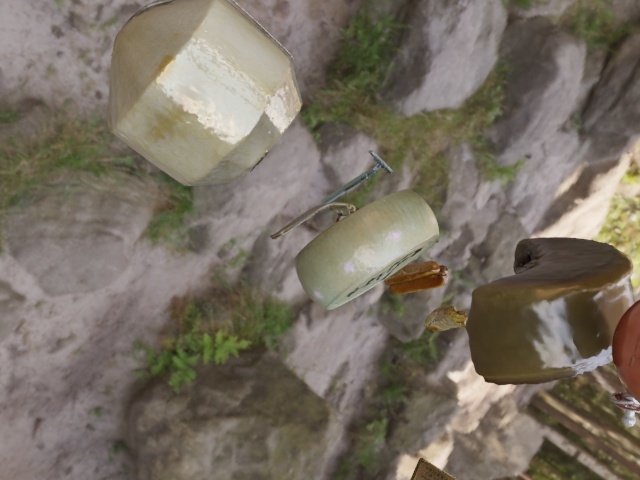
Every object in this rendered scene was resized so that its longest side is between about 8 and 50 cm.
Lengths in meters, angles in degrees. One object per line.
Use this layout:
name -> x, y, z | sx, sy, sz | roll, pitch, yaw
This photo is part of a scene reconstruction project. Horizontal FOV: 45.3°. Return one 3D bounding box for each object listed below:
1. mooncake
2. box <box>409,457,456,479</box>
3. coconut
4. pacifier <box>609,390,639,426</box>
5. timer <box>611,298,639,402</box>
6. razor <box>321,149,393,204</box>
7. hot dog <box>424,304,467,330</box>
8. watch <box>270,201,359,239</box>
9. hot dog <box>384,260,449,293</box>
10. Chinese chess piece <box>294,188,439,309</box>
mooncake -> 0.475, 0.150, 1.657 | 0.394, 0.246, 0.393 | -15, -171, -14
box -> 0.222, 0.540, 1.617 | 0.133, 0.090, 0.023 | -62, -173, -23
coconut -> -0.200, -0.252, 1.263 | 0.323, 0.323, 0.323 | -48, 159, -24
pacifier -> 0.679, 0.373, 1.695 | 0.099, 0.081, 0.078 | -23, 117, -67
timer -> 0.625, 0.193, 1.320 | 0.230, 0.229, 0.215 | -56, 168, 0
razor -> 0.084, -0.150, 2.021 | 0.211, 0.084, 0.036 | -35, -150, 25
hot dog -> 0.349, 0.210, 2.106 | 0.169, 0.078, 0.061 | -18, -127, 56
watch -> 0.006, 0.003, 1.803 | 0.268, 0.102, 0.165 | -30, 107, -42
hot dog -> 0.275, 0.102, 2.175 | 0.235, 0.092, 0.062 | -14, -146, 47
Chinese chess piece -> 0.079, 0.016, 1.278 | 0.250, 0.101, 0.250 | -31, 170, -6
